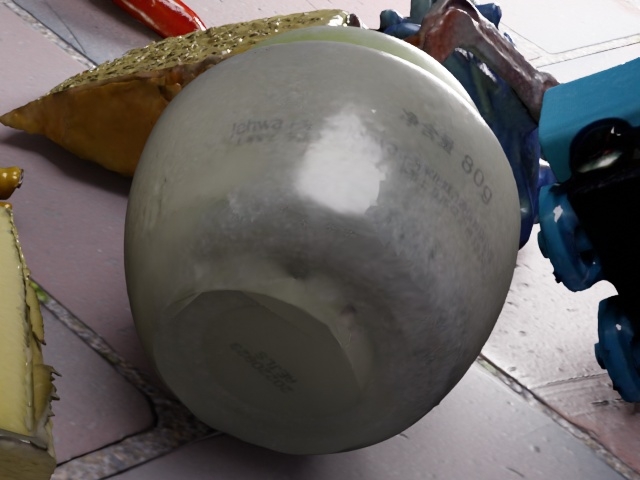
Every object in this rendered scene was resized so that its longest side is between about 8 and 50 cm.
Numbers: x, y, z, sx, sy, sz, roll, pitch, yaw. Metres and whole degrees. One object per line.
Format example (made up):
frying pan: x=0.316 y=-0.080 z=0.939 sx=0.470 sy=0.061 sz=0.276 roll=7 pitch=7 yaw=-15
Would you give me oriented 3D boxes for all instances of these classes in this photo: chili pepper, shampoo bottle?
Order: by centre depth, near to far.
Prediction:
shampoo bottle: x=0.000 y=0.000 z=1.522 sx=0.322 sy=0.322 sz=0.317 roll=18 pitch=36 yaw=-4
chili pepper: x=-0.184 y=-0.265 z=2.129 sx=0.169 sy=0.065 sz=0.088 roll=41 pitch=22 yaw=21

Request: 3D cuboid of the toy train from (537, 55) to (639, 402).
toy train: x=0.328 y=-0.006 z=1.767 sx=0.188 sy=0.300 sz=0.265 roll=-19 pitch=29 yaw=23

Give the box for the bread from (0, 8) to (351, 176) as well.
bread: x=-0.097 y=-0.081 z=1.865 sx=0.315 sy=0.279 sz=0.248 roll=-17 pitch=19 yaw=23

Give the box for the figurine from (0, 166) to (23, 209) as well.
figurine: x=-0.385 y=-0.072 z=1.629 sx=0.246 sy=0.131 sz=0.156 roll=24 pitch=66 yaw=-24

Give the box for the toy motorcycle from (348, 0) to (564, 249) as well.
toy motorcycle: x=0.129 y=-0.103 z=1.879 sx=0.241 sy=0.319 sz=0.182 roll=-41 pitch=30 yaw=-21

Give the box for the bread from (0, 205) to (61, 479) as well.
bread: x=-0.350 y=0.007 z=1.333 sx=0.346 sy=0.242 sz=0.405 roll=8 pitch=54 yaw=-9
